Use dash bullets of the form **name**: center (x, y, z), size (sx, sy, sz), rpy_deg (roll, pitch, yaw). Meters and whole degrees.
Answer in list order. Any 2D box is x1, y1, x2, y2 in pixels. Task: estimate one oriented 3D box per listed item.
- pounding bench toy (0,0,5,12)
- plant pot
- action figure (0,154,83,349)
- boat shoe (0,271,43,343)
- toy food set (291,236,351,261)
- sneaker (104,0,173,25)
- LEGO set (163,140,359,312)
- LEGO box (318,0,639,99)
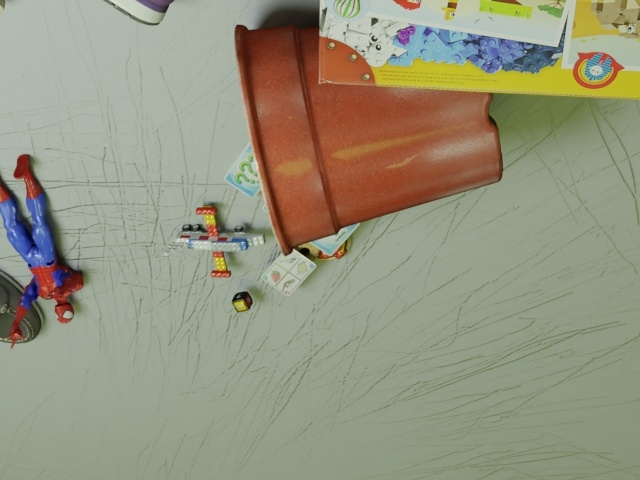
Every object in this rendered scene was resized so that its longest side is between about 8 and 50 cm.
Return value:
- **pounding bench toy**: center (-0.420, -0.275, 1.508), size (0.083, 0.052, 0.065), rpy_deg (28, 129, -20)
- **plant pot**: center (0.061, -0.140, 1.472), size (0.265, 0.272, 0.272), rpy_deg (-11, 131, 3)
- **action figure**: center (-0.394, 0.035, 1.739), size (0.091, 0.139, 0.280), rpy_deg (-5, 134, 11)
- **boat shoe**: center (-0.531, 0.061, 1.795), size (0.112, 0.095, 0.335), rpy_deg (-27, 125, 26)
- **toy food set**: center (0.000, 0.000, 1.747), size (0.083, 0.020, 0.083), rpy_deg (7, 132, -1)
- **sneaker**: center (-0.263, -0.363, 1.403), size (0.283, 0.107, 0.124), rpy_deg (29, 114, -25)
- **LEGO set**: center (-0.087, 0.004, 1.720), size (0.182, 0.060, 0.244), rpy_deg (35, 128, -10)
- **LEGO box**: center (0.252, -0.338, 1.218), size (0.500, 0.193, 0.373), rpy_deg (3, 131, 4)
